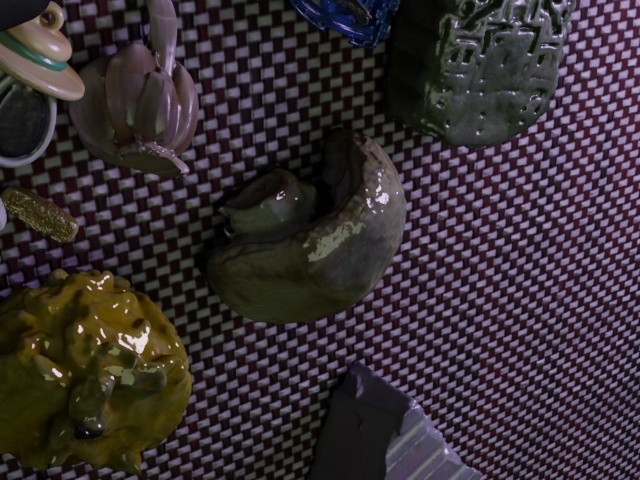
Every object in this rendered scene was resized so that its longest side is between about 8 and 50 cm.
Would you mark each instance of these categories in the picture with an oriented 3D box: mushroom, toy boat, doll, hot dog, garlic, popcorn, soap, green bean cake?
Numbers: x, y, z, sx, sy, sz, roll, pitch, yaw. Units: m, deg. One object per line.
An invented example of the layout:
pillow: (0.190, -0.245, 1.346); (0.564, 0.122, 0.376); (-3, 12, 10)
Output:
mushroom: (0.000, 0.007, 1.213); (0.267, 0.164, 0.189); (-34, 128, -15)
toy boat: (0.030, -0.269, 1.119); (0.175, 0.110, 0.091); (11, 107, -36)
doll: (-0.324, -0.090, 0.975); (0.208, 0.144, 0.271); (-10, 118, -6)
hot dog: (-0.302, -0.031, 1.074); (0.090, 0.034, 0.030); (34, 104, -22)
garlic: (-0.192, -0.164, 1.038); (0.131, 0.127, 0.194); (9, 83, -56)
popcorn: (-0.256, 0.153, 1.081); (0.249, 0.225, 0.249); (-21, 129, -28)
soap: (0.045, 0.355, 1.432); (0.302, 0.159, 0.258); (-44, 134, -9)
green bean cake: (0.198, -0.236, 1.248); (0.222, 0.125, 0.227); (-6, 122, -31)

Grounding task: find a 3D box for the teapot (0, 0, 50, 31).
teapot: (-0.409, -0.229, 0.764); (0.344, 0.300, 0.253); (-39, 174, -13)
